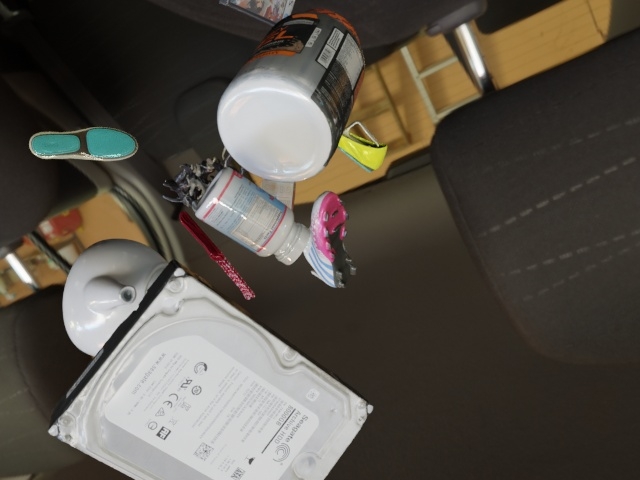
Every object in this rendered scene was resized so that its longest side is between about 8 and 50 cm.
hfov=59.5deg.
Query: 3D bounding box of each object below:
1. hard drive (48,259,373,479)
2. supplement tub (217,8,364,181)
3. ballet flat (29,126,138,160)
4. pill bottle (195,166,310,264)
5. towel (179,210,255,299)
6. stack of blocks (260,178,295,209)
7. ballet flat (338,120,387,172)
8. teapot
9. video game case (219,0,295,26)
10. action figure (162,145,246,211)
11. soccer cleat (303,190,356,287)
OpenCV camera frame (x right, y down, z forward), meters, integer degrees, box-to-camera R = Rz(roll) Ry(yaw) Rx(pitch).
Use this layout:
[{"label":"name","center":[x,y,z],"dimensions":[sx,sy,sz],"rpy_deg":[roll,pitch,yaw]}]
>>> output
[{"label":"hard drive","center":[-0.121,0.216,0.711],"dimensions":[0.237,0.339,0.064],"rpy_deg":[-52,-157,-6]},{"label":"supplement tub","center":[-0.036,-0.277,1.013],"dimensions":[0.207,0.207,0.338],"rpy_deg":[-19,-147,31]},{"label":"ballet flat","center":[-0.582,-0.236,1.389],"dimensions":[0.248,0.086,0.086],"rpy_deg":[0,-172,-16]},{"label":"pill bottle","center":[-0.097,-0.032,0.831],"dimensions":[0.087,0.160,0.087],"rpy_deg":[-48,-160,24]},{"label":"towel","center":[-0.286,0.046,1.556],"dimensions":[0.031,0.275,0.199],"rpy_deg":[-40,-122,-9]},{"label":"stack of blocks","center":[-0.114,-0.149,1.563],"dimensions":[0.087,0.297,0.171],"rpy_deg":[5,163,-1]},{"label":"ballet flat","center":[0.042,-0.231,1.185],"dimensions":[0.077,0.231,0.077],"rpy_deg":[-54,-164,26]},{"label":"teapot","center":[-0.353,0.117,1.093],"dimensions":[0.187,0.253,0.256],"rpy_deg":[4,-146,11]},{"label":"video game case","center":[-0.141,-0.729,1.524],"dimensions":[0.035,0.248,0.275],"rpy_deg":[29,-162,25]},{"label":"action figure","center":[-0.253,-0.135,1.313],"dimensions":[0.275,0.141,0.164],"rpy_deg":[-34,156,27]},{"label":"soccer cleat","center":[0.000,0.000,1.470],"dimensions":[0.143,0.331,0.116],"rpy_deg":[20,-127,29]}]
